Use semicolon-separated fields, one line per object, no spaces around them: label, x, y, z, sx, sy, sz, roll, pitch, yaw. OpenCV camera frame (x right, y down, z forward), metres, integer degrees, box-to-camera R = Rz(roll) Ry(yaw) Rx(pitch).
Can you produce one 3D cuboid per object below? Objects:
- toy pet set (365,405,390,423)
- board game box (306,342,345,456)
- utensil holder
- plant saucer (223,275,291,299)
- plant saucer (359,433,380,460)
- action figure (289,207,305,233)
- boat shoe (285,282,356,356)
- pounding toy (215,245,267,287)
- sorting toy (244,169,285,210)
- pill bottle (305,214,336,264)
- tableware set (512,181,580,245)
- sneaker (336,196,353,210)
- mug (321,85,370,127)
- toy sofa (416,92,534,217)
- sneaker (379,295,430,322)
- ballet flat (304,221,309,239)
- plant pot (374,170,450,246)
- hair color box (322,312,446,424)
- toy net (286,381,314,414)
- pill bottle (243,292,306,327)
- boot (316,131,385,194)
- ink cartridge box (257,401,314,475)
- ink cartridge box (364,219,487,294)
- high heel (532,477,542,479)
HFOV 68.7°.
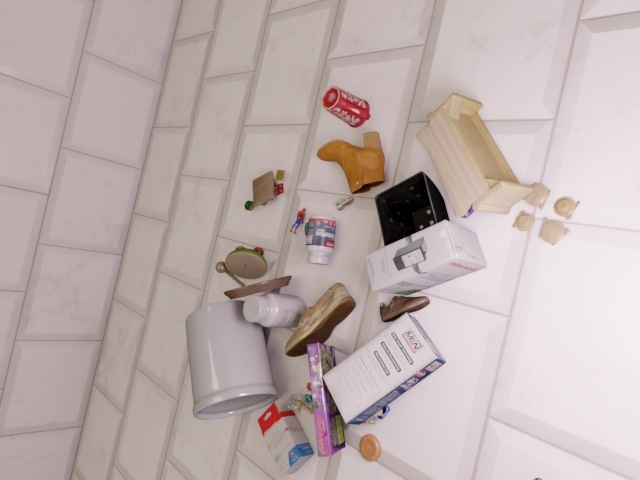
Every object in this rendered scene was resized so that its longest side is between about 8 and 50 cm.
toy pet set;0.182;0.544;1.545;0.114;0.065;0.122;129;143;-70
board game box;0.021;0.529;1.583;0.056;0.208;0.346;-10;71;10
utensil holder;-0.370;0.477;1.881;0.328;0.328;0.385;-37;57;32
plant saucer;-0.246;0.190;1.869;0.278;0.278;0.041;-17;85;40
plant saucer;0.162;0.685;1.547;0.084;0.013;0.083;-11;74;42
action figure;-0.089;-0.083;1.944;0.038;0.030;0.115;27;95;38
boat shoe;-0.013;0.299;1.735;0.341;0.122;0.110;-45;49;14
pounding toy;-0.334;0.084;2.065;0.237;0.183;0.110;-34;34;37
sorting toy;-0.239;-0.230;2.104;0.275;0.046;0.132;-20;67;39
pill bottle;0.000;0.000;1.787;0.108;0.108;0.180;0;82;43
tableware set;0.615;-0.074;1.287;0.169;0.020;0.141;35;103;43
sneaker;0.090;-0.149;1.787;0.083;0.032;0.037;-34;60;33
mug;0.104;-0.510;1.759;0.150;0.169;0.113;0;80;44
toy sofa;0.446;-0.242;1.390;0.177;0.150;0.362;-47;52;43
sneaker;0.265;0.205;1.521;0.188;0.066;0.071;-31;60;34
ballet flat;-0.047;-0.018;1.885;0.041;0.041;0.114;-31;60;34
plant pot;0.308;-0.077;1.470;0.188;0.167;0.187;-28;60;37
hair color box;0.194;0.403;1.458;0.347;0.105;0.174;-40;54;12
toy net;-0.063;0.593;1.734;0.232;0.045;0.122;-18;90;41
pill bottle;-0.178;0.270;1.808;0.131;0.229;0.131;-12;73;41
boot;0.106;-0.272;1.751;0.295;0.104;0.211;-10;73;37
ink cartridge box;-0.136;0.742;1.770;0.134;0.078;0.231;-51;51;22
ink cartridge box;0.315;0.062;1.407;0.289;0.211;0.121;-27;64;36
high heel;0.454;0.679;1.215;0.186;0.093;0.261;28;109;37
